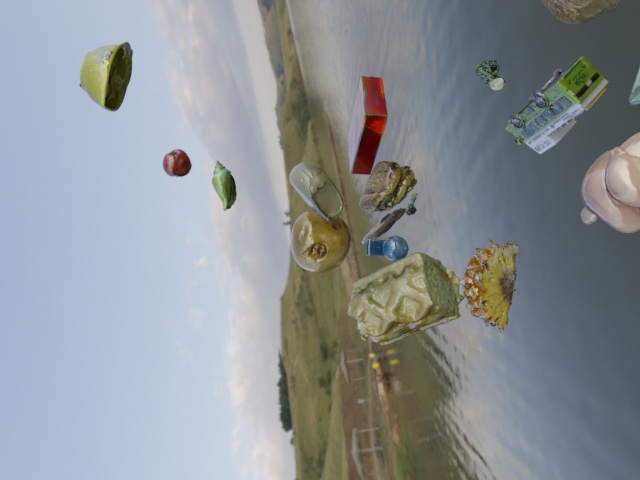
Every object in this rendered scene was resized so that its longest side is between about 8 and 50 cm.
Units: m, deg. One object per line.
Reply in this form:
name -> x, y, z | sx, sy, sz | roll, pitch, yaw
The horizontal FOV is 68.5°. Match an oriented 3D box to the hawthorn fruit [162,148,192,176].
hawthorn fruit -> -0.438, -0.237, 1.428 | 0.093, 0.093, 0.093 | -11, -90, -88

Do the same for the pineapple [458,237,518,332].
pineapple -> 0.410, 0.104, 1.171 | 0.079, 0.135, 0.233 | -4, 74, 66

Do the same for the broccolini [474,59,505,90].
broccolini -> 0.504, -0.496, 1.406 | 0.392, 0.074, 0.078 | -53, -39, -63

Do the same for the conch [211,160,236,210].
conch -> -0.377, -0.221, 1.849 | 0.095, 0.080, 0.200 | -26, -76, -47

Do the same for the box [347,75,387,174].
box -> 0.170, -0.420, 1.749 | 0.313, 0.089, 0.197 | 100, 171, -58

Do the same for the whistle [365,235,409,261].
whistle -> 0.225, 0.025, 1.484 | 0.158, 0.090, 0.090 | 2, -108, -43

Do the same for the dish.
dish -> -0.504, -0.389, 1.092 | 0.149, 0.080, 0.207 | 115, 163, -52

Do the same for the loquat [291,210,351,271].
loquat -> 0.002, 0.005, 1.554 | 0.213, 0.213, 0.213 | -11, -90, -88

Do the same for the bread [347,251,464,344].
bread -> 0.225, 0.159, 1.267 | 0.239, 0.252, 0.196 | 17, -127, -49

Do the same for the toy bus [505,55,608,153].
toy bus -> 0.593, -0.332, 1.194 | 0.139, 0.113, 0.301 | 42, 176, 5

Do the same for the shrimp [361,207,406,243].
shrimp -> 0.256, -0.065, 1.814 | 0.052, 0.251, 0.143 | 46, 153, 2

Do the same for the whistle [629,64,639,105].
whistle -> 0.874, -0.502, 1.211 | 0.062, 0.062, 0.312 | 25, -98, -88

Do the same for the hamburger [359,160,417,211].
hamburger -> 0.224, -0.192, 1.659 | 0.130, 0.206, 0.183 | 45, 163, -19

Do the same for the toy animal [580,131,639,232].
toy animal -> 0.717, -0.135, 1.082 | 0.221, 0.210, 0.229 | 37, -179, -39

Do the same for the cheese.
cheese -> -0.018, -0.154, 1.386 | 0.175, 0.091, 0.202 | 52, 178, -28

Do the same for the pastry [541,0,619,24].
pastry -> 0.523, -0.610, 0.998 | 0.329, 0.136, 0.329 | 47, -152, -35

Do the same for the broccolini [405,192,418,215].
broccolini -> 0.285, -0.110, 1.434 | 0.140, 0.035, 0.030 | 87, -152, -73
